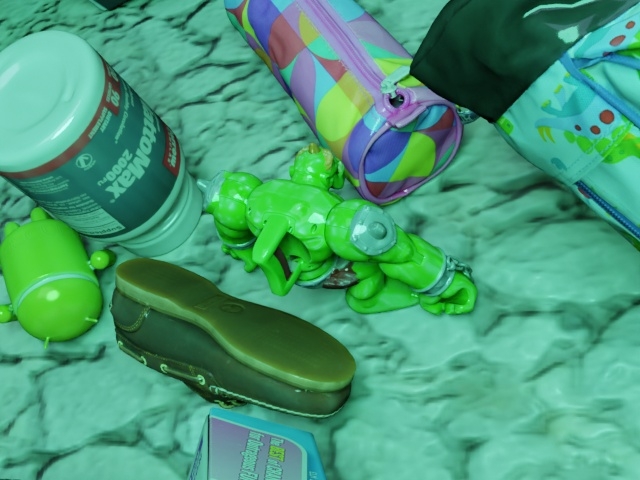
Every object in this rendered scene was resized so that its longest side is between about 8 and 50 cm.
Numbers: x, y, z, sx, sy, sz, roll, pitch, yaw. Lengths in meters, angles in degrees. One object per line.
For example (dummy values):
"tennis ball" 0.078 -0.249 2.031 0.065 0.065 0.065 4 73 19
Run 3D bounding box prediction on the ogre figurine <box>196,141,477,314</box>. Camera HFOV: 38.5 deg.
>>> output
"ogre figurine" 0.000 0.000 0.615 0.197 0.118 0.097 36 83 32

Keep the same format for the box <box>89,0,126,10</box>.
"box" -0.108 -0.423 0.753 0.395 0.212 0.293 -15 59 38

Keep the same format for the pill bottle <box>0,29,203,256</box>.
"pill bottle" -0.163 -0.061 0.677 0.108 0.180 0.108 -10 62 19

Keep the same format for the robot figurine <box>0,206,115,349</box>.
"robot figurine" -0.213 0.030 0.721 0.101 0.067 0.115 -29 57 -2

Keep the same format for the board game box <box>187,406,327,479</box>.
"board game box" -0.049 0.236 0.380 0.064 0.316 0.242 16 97 -9

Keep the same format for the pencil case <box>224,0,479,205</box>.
"pencil case" 0.014 -0.134 0.688 0.104 0.104 0.236 -38 56 2

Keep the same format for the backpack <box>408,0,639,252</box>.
"backpack" 0.272 -0.058 0.405 0.290 0.273 0.355 -42 97 -9

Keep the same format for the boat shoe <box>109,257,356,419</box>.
"boat shoe" -0.065 0.078 0.640 0.207 0.073 0.073 23 113 34

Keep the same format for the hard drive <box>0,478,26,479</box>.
"hard drive" -0.220 0.315 0.539 0.237 0.064 0.339 -13 57 44
